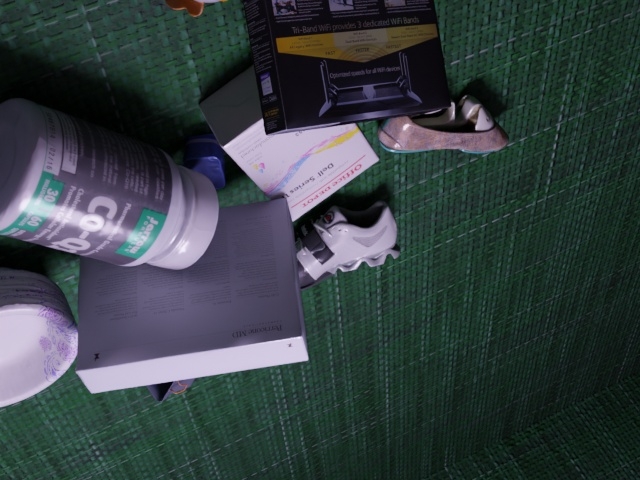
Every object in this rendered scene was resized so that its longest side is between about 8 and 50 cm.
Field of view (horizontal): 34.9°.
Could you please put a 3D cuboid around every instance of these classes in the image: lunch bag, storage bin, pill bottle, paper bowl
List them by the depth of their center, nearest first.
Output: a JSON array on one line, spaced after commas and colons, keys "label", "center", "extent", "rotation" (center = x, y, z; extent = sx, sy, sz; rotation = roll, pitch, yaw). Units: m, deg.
[{"label": "pill bottle", "center": [-0.348, -0.074, 1.595], "extent": [0.361, 0.204, 0.204], "rotation": [18, 123, -44]}, {"label": "lunch bag", "center": [-0.201, -0.136, 1.773], "extent": [0.067, 0.065, 0.098], "rotation": [-4, 143, 1]}, {"label": "paper bowl", "center": [-0.578, 0.159, 1.780], "extent": [0.284, 0.148, 0.284], "rotation": [-21, 145, -16]}, {"label": "storage bin", "center": [-0.306, 0.278, 2.204], "extent": [0.091, 0.098, 0.135], "rotation": [-10, 142, -46]}]

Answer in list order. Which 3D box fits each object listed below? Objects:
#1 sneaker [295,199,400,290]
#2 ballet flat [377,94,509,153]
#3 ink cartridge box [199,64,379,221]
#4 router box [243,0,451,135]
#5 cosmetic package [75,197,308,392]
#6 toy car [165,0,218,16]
[{"label": "sneaker", "center": [0.000, 0.000, 2.083], "extent": [0.331, 0.122, 0.146], "rotation": [-19, 126, -16]}, {"label": "ballet flat", "center": [0.259, -0.229, 1.988], "extent": [0.316, 0.107, 0.106], "rotation": [-8, 132, -33]}, {"label": "ink cartridge box", "center": [-0.034, -0.172, 1.811], "extent": [0.207, 0.119, 0.353], "rotation": [-36, 146, 5]}, {"label": "router box", "center": [0.044, -0.306, 1.606], "extent": [0.309, 0.242, 0.081], "rotation": [-11, -177, -28]}, {"label": "cosmetic package", "center": [-0.223, 0.092, 1.756], "extent": [0.378, 0.284, 0.097], "rotation": [-9, 144, 3]}, {"label": "toy car", "center": [-0.129, -0.388, 1.411], "extent": [0.238, 0.210, 0.219], "rotation": [-40, 159, 34]}]
